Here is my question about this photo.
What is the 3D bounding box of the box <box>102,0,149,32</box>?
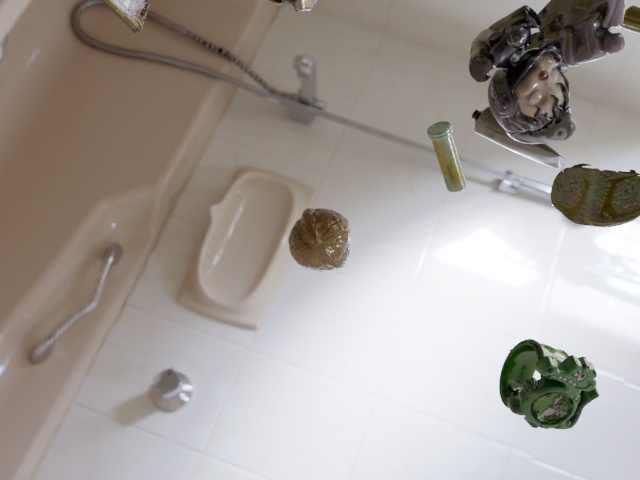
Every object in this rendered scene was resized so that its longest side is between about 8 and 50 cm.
[{"bbox_3d":[-0.447,-0.549,1.706,0.133,0.023,0.090,42,46,-50],"label":"box"}]

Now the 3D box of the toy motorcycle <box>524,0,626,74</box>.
[{"bbox_3d":[0.431,-0.347,1.240,0.073,0.152,0.225,-10,147,-40],"label":"toy motorcycle"}]

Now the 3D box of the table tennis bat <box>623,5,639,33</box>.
[{"bbox_3d":[0.751,-0.400,1.500,0.198,0.321,0.050,-35,142,-26],"label":"table tennis bat"}]

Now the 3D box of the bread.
[{"bbox_3d":[0.735,-0.104,1.924,0.261,0.156,0.158,18,-85,62],"label":"bread"}]

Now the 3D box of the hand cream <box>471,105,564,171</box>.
[{"bbox_3d":[0.348,-0.179,1.324,0.054,0.186,0.087,-56,161,1],"label":"hand cream"}]

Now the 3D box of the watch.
[{"bbox_3d":[0.398,0.240,1.323,0.152,0.131,0.165,-100,-149,-64],"label":"watch"}]

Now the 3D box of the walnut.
[{"bbox_3d":[0.000,0.000,1.149,0.124,0.105,0.105,-32,141,-80],"label":"walnut"}]

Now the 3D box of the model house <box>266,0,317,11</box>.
[{"bbox_3d":[-0.107,-0.726,1.994,0.219,0.229,0.199,-13,123,-73],"label":"model house"}]

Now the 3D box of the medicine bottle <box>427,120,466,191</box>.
[{"bbox_3d":[0.385,-0.250,2.267,0.218,0.074,0.074,66,33,-34],"label":"medicine bottle"}]

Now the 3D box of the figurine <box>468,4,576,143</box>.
[{"bbox_3d":[0.312,-0.237,1.178,0.145,0.222,0.145,-30,-152,18],"label":"figurine"}]
